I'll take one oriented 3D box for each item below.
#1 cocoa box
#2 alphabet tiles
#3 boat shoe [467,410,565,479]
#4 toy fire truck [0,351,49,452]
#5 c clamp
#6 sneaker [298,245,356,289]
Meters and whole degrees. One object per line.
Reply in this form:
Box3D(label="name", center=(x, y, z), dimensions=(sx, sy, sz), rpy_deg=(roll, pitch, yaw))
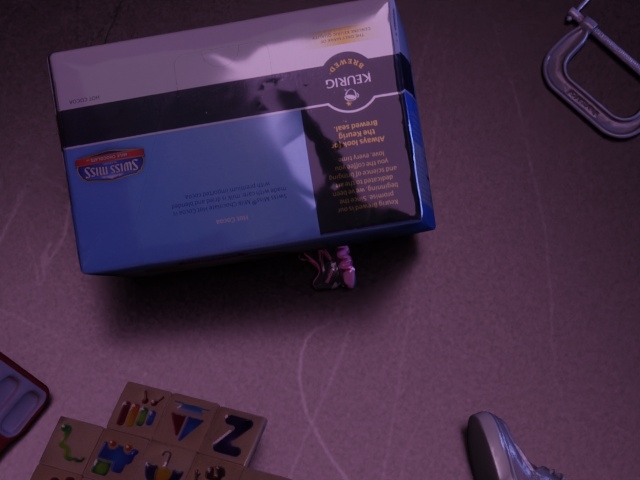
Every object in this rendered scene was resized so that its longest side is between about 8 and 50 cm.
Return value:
Box3D(label="cocoa box", center=(-0.070, -0.095, 1.830), dimensions=(0.347, 0.231, 0.228), rpy_deg=(-9, 87, 7))
Box3D(label="alphabet tiles", center=(-0.191, 0.310, 1.802), dimensions=(0.285, 0.011, 0.342), rpy_deg=(11, 64, 25))
Box3D(label="boat shoe", center=(0.224, 0.281, 1.887), dimensions=(0.081, 0.079, 0.227), rpy_deg=(-19, 83, -17))
Box3D(label="toy fire truck", center=(-0.408, 0.189, 1.760), dimensions=(0.169, 0.302, 0.254), rpy_deg=(33, 80, 26))
Box3D(label="c clamp", center=(0.327, -0.199, 2.027), dimensions=(0.137, 0.022, 0.160), rpy_deg=(-41, 82, -11))
Box3D(label="sneaker", center=(0.000, 0.000, 1.953), dimensions=(0.057, 0.047, 0.119), rpy_deg=(-16, 77, 5))
